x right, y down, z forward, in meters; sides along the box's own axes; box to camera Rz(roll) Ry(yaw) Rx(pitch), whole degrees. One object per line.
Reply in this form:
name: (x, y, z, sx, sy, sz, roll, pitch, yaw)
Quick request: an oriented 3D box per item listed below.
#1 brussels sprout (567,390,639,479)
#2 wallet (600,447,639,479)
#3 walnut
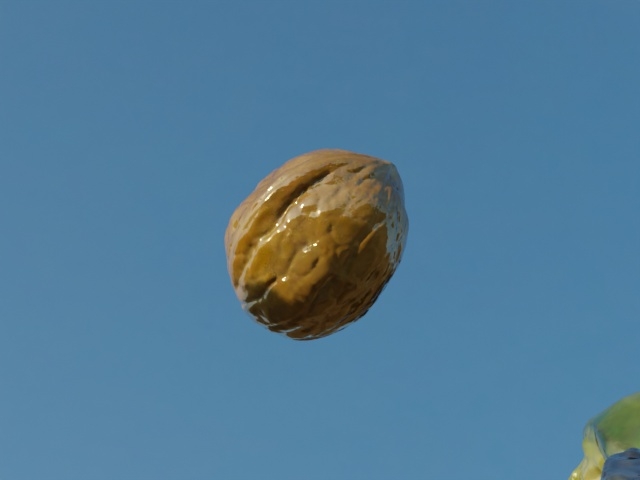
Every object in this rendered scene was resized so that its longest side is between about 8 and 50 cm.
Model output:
brussels sprout: (0.321, 0.289, 1.520, 0.315, 0.371, 0.276, 10, -28, 8)
wallet: (0.132, 0.281, 0.646, 0.062, 0.406, 0.228, -2, 2, 3)
walnut: (0.000, 0.000, 1.161, 0.124, 0.105, 0.105, -42, -55, 11)
